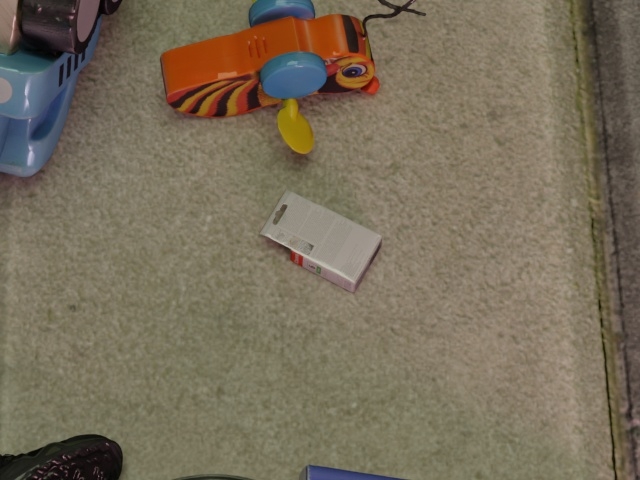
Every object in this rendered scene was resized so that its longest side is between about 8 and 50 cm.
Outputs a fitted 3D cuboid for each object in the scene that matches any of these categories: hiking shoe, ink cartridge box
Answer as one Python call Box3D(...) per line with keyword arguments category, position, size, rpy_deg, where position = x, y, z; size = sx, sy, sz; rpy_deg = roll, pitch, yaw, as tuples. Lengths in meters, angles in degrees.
Box3D(category="hiking shoe", position=(-0.302, 0.228, 1.828), size=(0.227, 0.086, 0.114), rpy_deg=(-18, 32, -32))
Box3D(category="ink cartridge box", position=(0.000, 0.000, 1.982), size=(0.115, 0.029, 0.063), rpy_deg=(27, 67, 10))

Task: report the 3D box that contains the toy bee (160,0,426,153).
Box3D(category="toy bee", position=(-0.008, -0.182, 2.017), size=(0.298, 0.162, 0.195), rpy_deg=(2, 72, 25))

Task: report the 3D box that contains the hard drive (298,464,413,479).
Box3D(category="hard drive", position=(0.130, 0.337, 1.793), size=(0.318, 0.040, 0.210), rpy_deg=(10, 65, -12))

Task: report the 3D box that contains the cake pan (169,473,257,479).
Box3D(category="cake pan", position=(-0.103, 0.354, 1.802), size=(0.293, 0.054, 0.293), rpy_deg=(1, 65, -3))

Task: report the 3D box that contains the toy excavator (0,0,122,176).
Box3D(category="toy excavator", position=(-0.361, -0.103, 1.923), size=(0.222, 0.445, 0.433), rpy_deg=(13, 24, 4))
